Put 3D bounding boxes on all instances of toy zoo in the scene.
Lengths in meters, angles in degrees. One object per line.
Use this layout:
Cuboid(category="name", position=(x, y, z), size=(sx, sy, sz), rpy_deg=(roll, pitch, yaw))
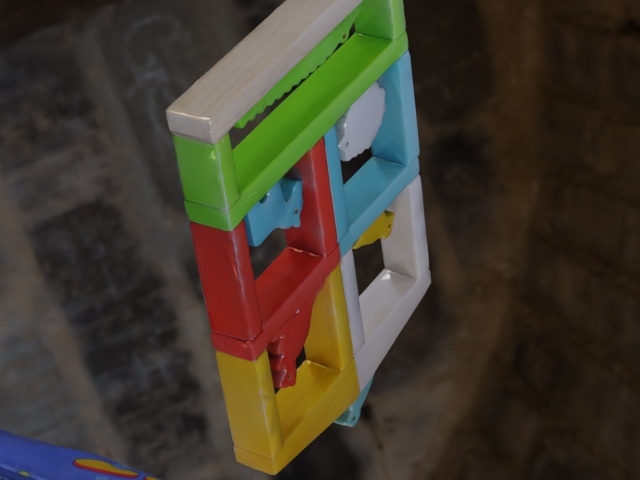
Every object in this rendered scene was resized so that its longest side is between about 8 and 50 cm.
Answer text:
Cuboid(category="toy zoo", position=(0.000, 0.000, 0.956), size=(0.030, 0.192, 0.293), rpy_deg=(16, -47, 28))

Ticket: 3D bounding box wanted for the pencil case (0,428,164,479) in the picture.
Cuboid(category="pencil case", position=(-0.123, 0.132, 0.673), size=(0.133, 0.306, 0.119), rpy_deg=(108, 3, -52))
